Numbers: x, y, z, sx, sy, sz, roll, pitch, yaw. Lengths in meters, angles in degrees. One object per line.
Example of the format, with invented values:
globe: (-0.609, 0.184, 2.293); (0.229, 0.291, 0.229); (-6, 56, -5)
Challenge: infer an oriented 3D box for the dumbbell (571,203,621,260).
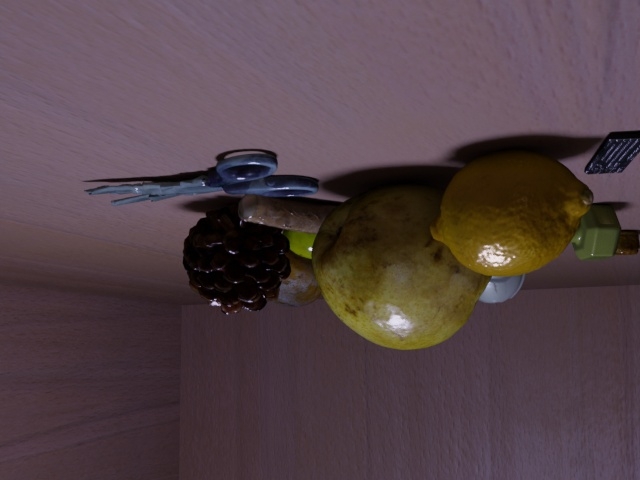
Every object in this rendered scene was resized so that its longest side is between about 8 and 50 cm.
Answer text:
dumbbell: (0.444, -0.016, 1.585); (0.302, 0.121, 0.108); (0, 142, -4)

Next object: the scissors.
scissors: (-0.212, -0.089, 1.320); (0.384, 0.029, 0.256); (-6, 170, 21)

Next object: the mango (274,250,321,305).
mango: (-0.100, 0.091, 2.159); (0.193, 0.146, 0.316); (-6, 156, 26)

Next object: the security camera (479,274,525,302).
security camera: (0.325, 0.058, 1.780); (0.277, 0.191, 0.197); (-4, -159, 18)

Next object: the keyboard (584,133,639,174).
keyboard: (0.442, -0.127, 1.176); (0.061, 0.013, 0.204); (-1, 171, 9)

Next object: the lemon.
lemon: (0.281, -0.040, 1.169); (0.244, 0.186, 0.187); (-18, 165, 23)

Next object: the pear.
pear: (0.134, 0.041, 1.366); (0.304, 0.303, 0.304); (-1, 171, 0)

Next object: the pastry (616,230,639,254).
pastry: (0.729, 0.008, 1.923); (0.097, 0.057, 0.109); (-5, 169, 36)

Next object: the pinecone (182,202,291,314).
pinecone: (-0.158, 0.028, 1.521); (0.222, 0.221, 0.221); (-1, 171, 0)

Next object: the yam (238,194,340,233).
yam: (-0.028, -0.045, 1.500); (0.300, 0.066, 0.066); (7, 168, -40)

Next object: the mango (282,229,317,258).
mango: (-0.004, -0.002, 1.644); (0.163, 0.089, 0.117); (21, -177, -35)
